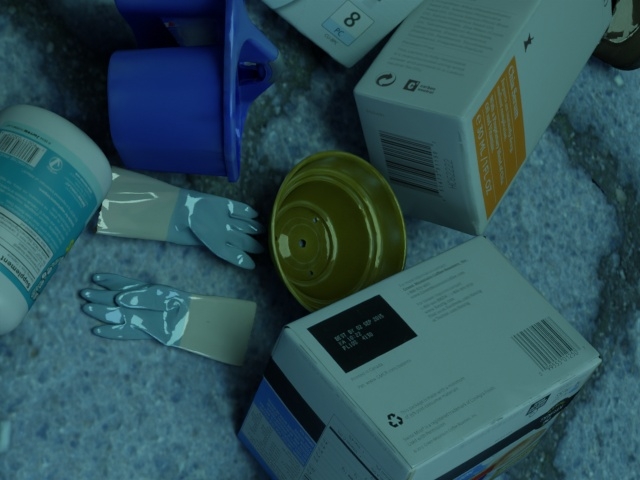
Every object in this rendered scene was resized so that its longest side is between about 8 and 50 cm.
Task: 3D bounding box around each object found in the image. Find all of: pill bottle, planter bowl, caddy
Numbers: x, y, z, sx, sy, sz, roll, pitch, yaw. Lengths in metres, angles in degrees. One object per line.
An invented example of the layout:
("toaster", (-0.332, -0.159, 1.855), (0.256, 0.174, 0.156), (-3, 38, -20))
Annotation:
("pill bottle", (-0.340, -0.003, 1.399), (0.146, 0.146, 0.264), (44, 60, -25))
("planter bowl", (0.000, 0.000, 1.700), (0.217, 0.090, 0.217), (7, 79, -38))
("caddy", (-0.129, -0.195, 1.480), (0.179, 0.341, 0.241), (1, 82, -2))

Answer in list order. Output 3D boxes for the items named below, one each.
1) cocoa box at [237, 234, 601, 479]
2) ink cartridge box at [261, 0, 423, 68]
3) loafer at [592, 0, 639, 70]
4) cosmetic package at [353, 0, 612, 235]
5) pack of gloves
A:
("cocoa box", (0.116, 0.190, 1.629), (0.347, 0.228, 0.231), (-23, 60, -38))
("ink cartridge box", (0.055, -0.433, 1.639), (0.308, 0.385, 0.091), (35, 28, -29))
("loafer", (0.451, -0.451, 2.089), (0.130, 0.133, 0.366), (-3, 85, -39))
("cosmetic package", (0.235, -0.254, 1.822), (0.453, 0.161, 0.230), (-56, 149, -29))
("pack of gloves", (-0.177, 0.033, 1.601), (0.232, 0.046, 0.195), (16, 86, -33))
